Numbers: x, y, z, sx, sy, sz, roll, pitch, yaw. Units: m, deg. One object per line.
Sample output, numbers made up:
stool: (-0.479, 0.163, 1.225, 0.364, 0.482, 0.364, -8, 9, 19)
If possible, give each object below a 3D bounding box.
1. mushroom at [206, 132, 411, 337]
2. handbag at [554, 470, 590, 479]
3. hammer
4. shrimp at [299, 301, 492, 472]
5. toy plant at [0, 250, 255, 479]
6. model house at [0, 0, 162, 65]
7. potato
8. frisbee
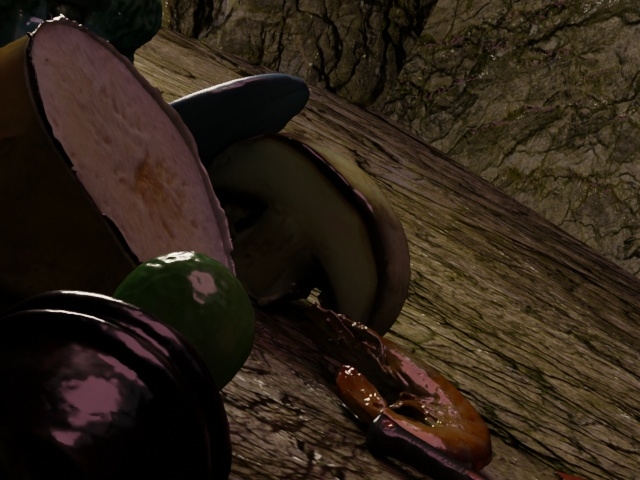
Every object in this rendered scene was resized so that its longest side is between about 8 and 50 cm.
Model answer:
mushroom: (0.001, -0.008, 1.784, 0.267, 0.189, 0.164, 33, 15, 23)
handbag: (0.305, 0.287, 1.521, 0.190, 0.063, 0.127, 21, 13, -46)
hammer: (0.163, 0.236, 1.414, 0.288, 0.033, 0.111, 27, 37, 22)
shrimp: (0.069, 0.150, 1.572, 0.249, 0.068, 0.150, 40, 21, 29)
toy plant: (-0.133, 0.111, 0.936, 0.175, 0.218, 0.235, 42, 28, 1)
model house: (-0.307, -0.136, 1.563, 0.261, 0.241, 0.226, 12, -24, -35)
potato: (-0.226, -0.029, 1.378, 0.299, 0.196, 0.246, 55, 25, -19)
frisbee: (-0.140, -0.106, 1.808, 0.049, 0.289, 0.289, 67, 21, 10)
